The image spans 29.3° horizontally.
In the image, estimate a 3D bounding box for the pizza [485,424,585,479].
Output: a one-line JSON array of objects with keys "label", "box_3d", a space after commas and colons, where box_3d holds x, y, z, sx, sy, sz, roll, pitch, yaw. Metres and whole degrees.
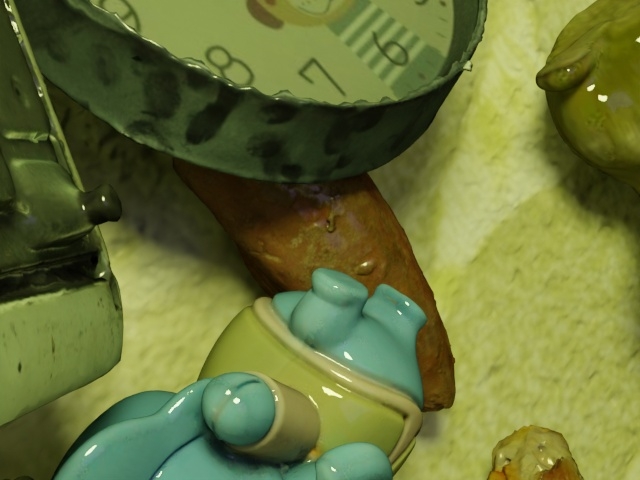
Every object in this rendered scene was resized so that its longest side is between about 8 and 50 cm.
[{"label": "pizza", "box_3d": [0.094, 0.269, 0.694, 0.226, 0.086, 0.335, 12, 73, -35]}]

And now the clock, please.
[{"label": "clock", "box_3d": [-0.046, -0.174, 0.676, 0.312, 0.061, 0.312, 17, 51, -22]}]

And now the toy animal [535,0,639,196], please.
[{"label": "toy animal", "box_3d": [0.300, -0.024, 0.829, 0.181, 0.180, 0.363, -34, 92, 5]}]

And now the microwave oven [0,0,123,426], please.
[{"label": "microwave oven", "box_3d": [-0.245, -0.049, 0.360, 0.247, 0.394, 0.333, -19, 90, 10]}]

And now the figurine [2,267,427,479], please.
[{"label": "figurine", "box_3d": [-0.049, 0.113, 0.590, 0.154, 0.180, 0.262, 39, 82, 2]}]

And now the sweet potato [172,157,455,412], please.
[{"label": "sweet potato", "box_3d": [0.000, 0.000, 0.711, 0.097, 0.097, 0.251, -44, 106, -30]}]
